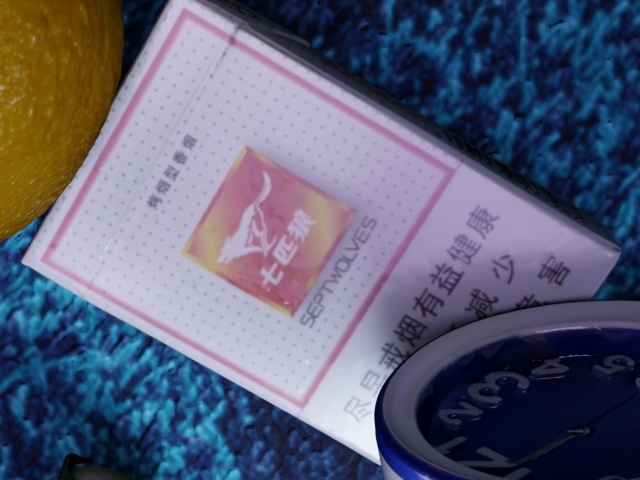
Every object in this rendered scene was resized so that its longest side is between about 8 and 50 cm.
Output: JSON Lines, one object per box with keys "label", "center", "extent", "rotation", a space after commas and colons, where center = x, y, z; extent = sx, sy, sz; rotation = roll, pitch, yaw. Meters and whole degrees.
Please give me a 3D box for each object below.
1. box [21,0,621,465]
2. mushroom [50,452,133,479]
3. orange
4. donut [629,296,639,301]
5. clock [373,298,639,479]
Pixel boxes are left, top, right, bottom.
{"label": "box", "center": [0.000, 0.000, 0.876], "extent": [0.330, 0.095, 0.210], "rotation": [30, 103, -8]}
{"label": "mushroom", "center": [-0.155, 0.291, 0.910], "extent": [0.164, 0.189, 0.267], "rotation": [20, 103, -19]}
{"label": "orange", "center": [-0.244, -0.119, 0.757], "extent": [0.274, 0.274, 0.274], "rotation": [0, 105, 1]}
{"label": "donut", "center": [0.235, 0.123, 0.908], "extent": [0.141, 0.085, 0.217], "rotation": [43, 103, -10]}
{"label": "clock", "center": [0.148, 0.113, 0.741], "extent": [0.230, 0.230, 0.083], "rotation": [-9, 113, 3]}
